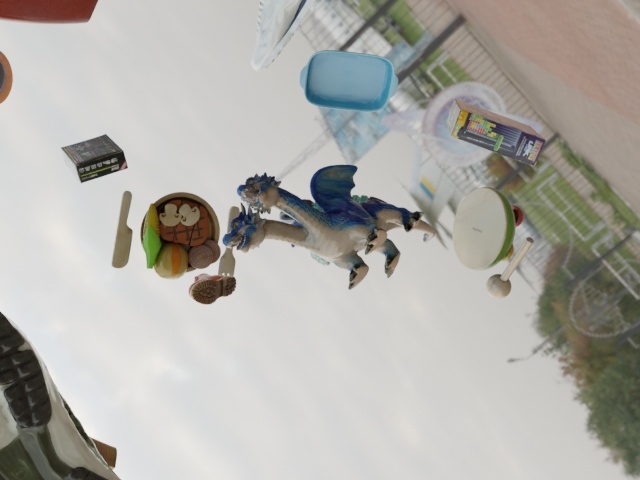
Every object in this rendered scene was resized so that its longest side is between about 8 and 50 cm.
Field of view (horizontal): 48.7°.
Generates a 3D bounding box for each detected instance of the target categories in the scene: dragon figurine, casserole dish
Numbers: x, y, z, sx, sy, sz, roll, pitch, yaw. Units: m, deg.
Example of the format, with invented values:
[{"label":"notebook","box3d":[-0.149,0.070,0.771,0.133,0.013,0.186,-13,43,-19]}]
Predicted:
[{"label":"dragon figurine","box3d":[0.025,-0.028,0.767,0.144,0.085,0.289,37,-149,24]},{"label":"casserole dish","box3d":[0.053,-0.309,1.352,0.189,0.114,0.037,4,-147,-7]}]

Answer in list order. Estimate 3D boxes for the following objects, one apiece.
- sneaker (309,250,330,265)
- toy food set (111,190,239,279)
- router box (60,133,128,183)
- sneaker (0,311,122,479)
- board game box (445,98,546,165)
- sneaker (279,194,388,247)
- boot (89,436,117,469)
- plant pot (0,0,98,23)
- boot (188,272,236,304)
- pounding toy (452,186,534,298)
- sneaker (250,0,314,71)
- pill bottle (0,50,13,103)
[{"label":"sneaker","box3d":[0.000,0.000,1.432,0.098,0.069,0.038,47,163,-21]},{"label":"toy food set","box3d":[-0.205,-0.006,1.055,0.192,0.132,0.039,6,-176,-30]},{"label":"router box","box3d":[-0.427,-0.156,1.332,0.122,0.092,0.038,37,142,51]},{"label":"sneaker","box3d":[-0.282,0.227,0.703,0.182,0.158,0.410,13,126,66]},{"label":"board game box","box3d":[0.284,-0.182,1.167,0.141,0.048,0.170,19,-162,0]},{"label":"sneaker","box3d":[0.038,-0.026,1.325,0.083,0.224,0.098,-64,-32,-44]},{"label":"boot","box3d":[-0.466,0.445,1.204,0.211,0.104,0.295,25,-148,-27]},{"label":"plant pot","box3d":[-0.529,-0.549,1.297,0.236,0.267,0.267,6,-148,-49]},{"label":"boot","box3d":[-0.272,0.108,1.640,0.085,0.059,0.158,11,-172,23]},{"label":"pounding toy","box3d":[0.394,-0.003,1.525,0.110,0.182,0.236,7,-143,-26]},{"label":"sneaker","box3d":[-0.080,-0.429,1.334,0.095,0.235,0.090,29,-151,-13]},{"label":"pill bottle","box3d":[-0.589,-0.255,1.064,0.246,0.130,0.130,10,-179,19]}]
